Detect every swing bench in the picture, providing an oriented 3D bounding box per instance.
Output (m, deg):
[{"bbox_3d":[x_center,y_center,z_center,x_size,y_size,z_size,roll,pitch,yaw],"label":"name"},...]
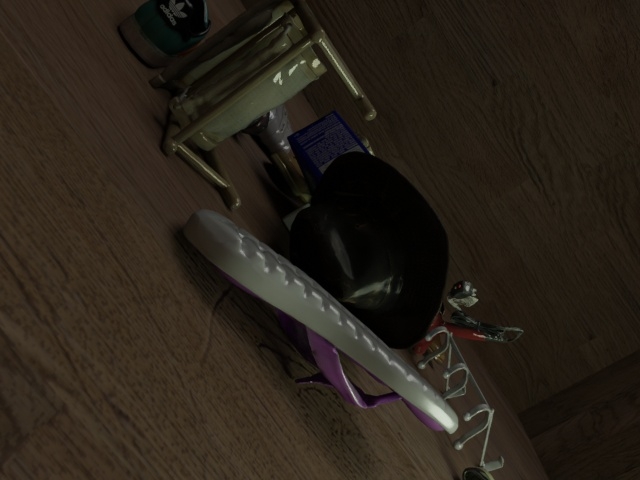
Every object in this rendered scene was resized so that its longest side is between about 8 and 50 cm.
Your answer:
[{"bbox_3d":[-0.098,-0.231,0.831,0.165,0.253,0.254,45,16,-47],"label":"swing bench"}]

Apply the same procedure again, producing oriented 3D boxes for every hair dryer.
[{"bbox_3d":[0.317,0.223,1.396,0.223,0.293,0.080,42,50,-13],"label":"hair dryer"}]

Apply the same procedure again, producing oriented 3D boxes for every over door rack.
[{"bbox_3d":[0.327,0.391,1.358,0.239,0.108,0.324,-110,177,-46],"label":"over door rack"}]

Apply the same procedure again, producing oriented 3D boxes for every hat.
[{"bbox_3d":[0.035,0.023,0.879,0.134,0.331,0.331,-10,61,-36],"label":"hat"}]

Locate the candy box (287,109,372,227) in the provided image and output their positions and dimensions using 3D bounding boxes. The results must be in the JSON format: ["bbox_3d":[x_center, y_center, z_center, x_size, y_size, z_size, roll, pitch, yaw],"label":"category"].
[{"bbox_3d":[0.086,-0.054,1.119,0.317,0.122,0.268,57,-4,30],"label":"candy box"}]

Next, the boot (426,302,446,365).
[{"bbox_3d":[0.326,0.237,1.711,0.112,0.115,0.305,51,14,-36],"label":"boot"}]

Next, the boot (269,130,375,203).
[{"bbox_3d":[0.014,-0.178,1.283,0.095,0.203,0.262,61,10,22],"label":"boot"}]

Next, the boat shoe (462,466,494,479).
[{"bbox_3d":[0.328,0.521,1.043,0.073,0.080,0.223,35,19,-49],"label":"boat shoe"}]

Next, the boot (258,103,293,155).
[{"bbox_3d":[-0.116,-0.281,1.359,0.123,0.095,0.258,60,15,-27],"label":"boot"}]

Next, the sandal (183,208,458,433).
[{"bbox_3d":[-0.007,0.119,0.689,0.416,0.102,0.169,41,0,-15],"label":"sandal"}]

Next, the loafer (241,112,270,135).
[{"bbox_3d":[-0.151,-0.303,1.203,0.095,0.109,0.302,52,9,-44],"label":"loafer"}]

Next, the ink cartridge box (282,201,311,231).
[{"bbox_3d":[0.000,0.000,1.098,0.150,0.063,0.109,57,10,-1],"label":"ink cartridge box"}]

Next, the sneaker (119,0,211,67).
[{"bbox_3d":[-0.235,-0.368,0.967,0.108,0.121,0.302,53,12,-21],"label":"sneaker"}]
